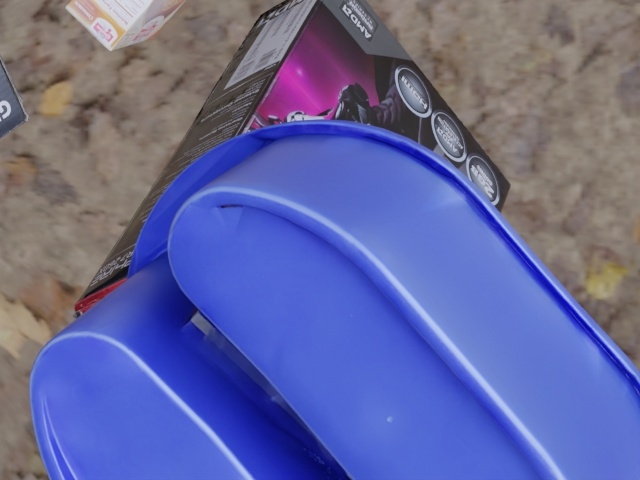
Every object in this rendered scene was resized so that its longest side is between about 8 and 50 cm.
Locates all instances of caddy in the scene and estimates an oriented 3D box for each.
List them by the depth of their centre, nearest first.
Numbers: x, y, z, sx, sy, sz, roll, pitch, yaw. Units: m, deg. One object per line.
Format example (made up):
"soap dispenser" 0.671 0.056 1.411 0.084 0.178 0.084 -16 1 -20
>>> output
"caddy" 0.024 0.100 0.829 0.241 0.179 0.341 -43 84 24

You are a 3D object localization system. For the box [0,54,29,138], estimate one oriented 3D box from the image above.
"box" -0.403 -0.035 1.146 0.295 0.293 0.073 -46 125 -44

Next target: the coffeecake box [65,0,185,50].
"coffeecake box" -0.158 -0.288 1.682 0.068 0.142 0.185 44 108 0

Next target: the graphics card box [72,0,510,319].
"graphics card box" 0.000 0.000 1.146 0.233 0.094 0.371 49 37 -19
